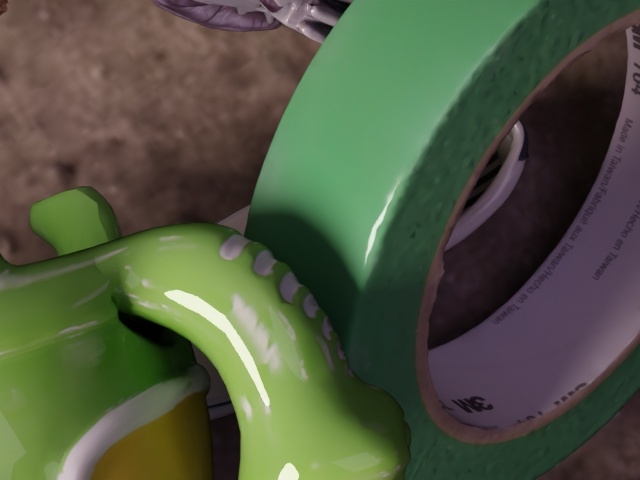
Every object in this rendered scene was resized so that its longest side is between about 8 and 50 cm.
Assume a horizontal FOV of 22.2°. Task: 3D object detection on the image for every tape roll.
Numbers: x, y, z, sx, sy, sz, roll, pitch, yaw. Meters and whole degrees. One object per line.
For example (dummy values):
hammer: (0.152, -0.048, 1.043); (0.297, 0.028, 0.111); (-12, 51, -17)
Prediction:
tape roll: (0.105, -0.021, 0.800); (0.321, 0.077, 0.321); (-30, 138, -31)

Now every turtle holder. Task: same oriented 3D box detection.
turtle holder: (-0.137, 0.100, 0.716); (0.320, 0.243, 0.228); (-16, 90, -11)

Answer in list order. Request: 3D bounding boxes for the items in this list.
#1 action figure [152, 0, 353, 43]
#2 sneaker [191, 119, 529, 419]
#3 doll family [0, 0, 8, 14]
action figure: (-0.009, -0.178, 0.765); (0.099, 0.285, 0.185); (16, 82, -10)
sneaker: (0.000, 0.000, 0.850); (0.258, 0.091, 0.094); (-37, 82, -21)
doll family: (-0.281, -0.116, 0.776); (0.263, 0.118, 0.163); (-8, 82, -37)
